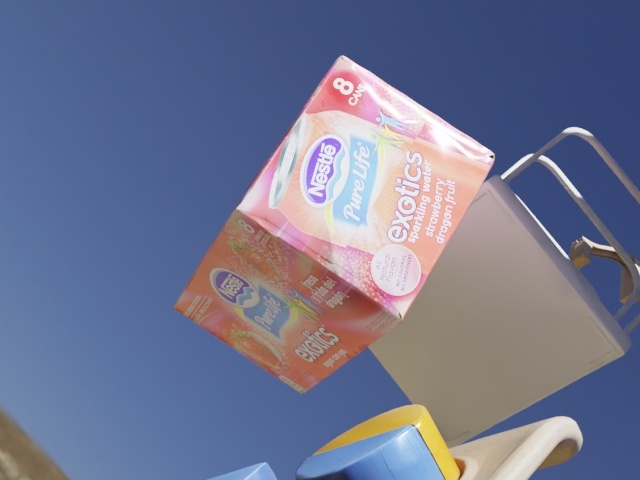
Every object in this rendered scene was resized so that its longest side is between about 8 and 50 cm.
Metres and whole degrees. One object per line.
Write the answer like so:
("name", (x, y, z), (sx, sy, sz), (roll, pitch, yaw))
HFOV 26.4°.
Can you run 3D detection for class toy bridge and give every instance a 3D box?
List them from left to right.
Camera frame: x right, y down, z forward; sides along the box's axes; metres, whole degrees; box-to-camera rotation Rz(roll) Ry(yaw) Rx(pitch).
("toy bridge", (0.380, 0.050, 1.664), (0.188, 0.063, 0.026), (33, -47, -19))

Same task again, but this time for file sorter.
("file sorter", (0.189, 0.042, 1.343), (0.193, 0.173, 0.278), (51, -39, 2))

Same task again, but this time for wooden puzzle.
("wooden puzzle", (-0.048, 0.197, 0.830), (0.322, 0.348, 0.080), (-25, -89, 40))

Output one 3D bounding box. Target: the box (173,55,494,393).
("box", (0.000, 0.000, 1.086), (0.142, 0.154, 0.300), (34, -21, -3))
